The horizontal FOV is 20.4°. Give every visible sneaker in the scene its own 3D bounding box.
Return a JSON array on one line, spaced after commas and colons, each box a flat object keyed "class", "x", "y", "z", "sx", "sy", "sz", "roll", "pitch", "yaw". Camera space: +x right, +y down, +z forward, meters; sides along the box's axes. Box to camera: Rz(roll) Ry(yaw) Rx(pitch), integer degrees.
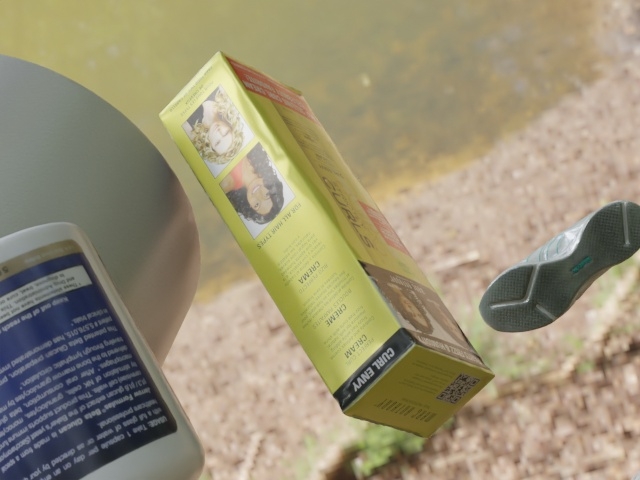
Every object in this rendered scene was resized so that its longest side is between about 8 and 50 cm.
[{"class": "sneaker", "x": 0.191, "y": 0.021, "z": 1.381, "sx": 0.152, "sy": 0.054, "sz": 0.061, "roll": -35, "pitch": 0, "yaw": 14}]

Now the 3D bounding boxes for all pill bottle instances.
[{"class": "pill bottle", "x": -0.111, "y": 0.085, "z": 0.805, "sx": 0.094, "sy": 0.169, "sz": 0.094, "roll": -29, "pitch": -11, "yaw": -6}]

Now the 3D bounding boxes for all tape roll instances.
[{"class": "tape roll", "x": -0.207, "y": 0.037, "z": 1.018, "sx": 0.246, "sy": 0.246, "sz": 0.169, "roll": -6, "pitch": 36, "yaw": 22}]

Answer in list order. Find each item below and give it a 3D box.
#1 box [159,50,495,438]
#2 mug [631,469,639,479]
[{"class": "box", "x": 0.000, "y": 0.000, "z": 0.983, "sx": 0.058, "sy": 0.087, "sz": 0.232, "roll": -46, "pitch": 53, "yaw": 17}, {"class": "mug", "x": 0.491, "y": 0.296, "z": 1.896, "sx": 0.374, "sy": 0.328, "sz": 0.276, "roll": -35, "pitch": 74, "yaw": -10}]
